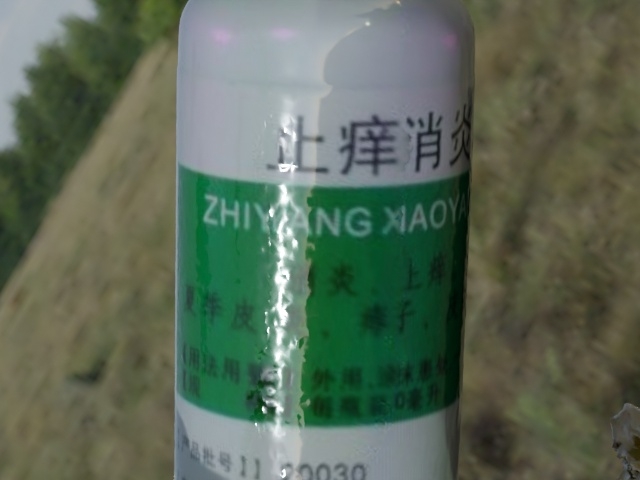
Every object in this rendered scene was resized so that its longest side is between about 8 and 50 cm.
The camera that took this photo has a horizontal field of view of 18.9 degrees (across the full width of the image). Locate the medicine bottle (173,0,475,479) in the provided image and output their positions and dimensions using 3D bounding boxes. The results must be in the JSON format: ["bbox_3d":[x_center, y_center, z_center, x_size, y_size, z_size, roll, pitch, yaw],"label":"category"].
[{"bbox_3d":[0.000,0.000,0.600,0.095,0.095,0.260,-94,4,-78],"label":"medicine bottle"}]

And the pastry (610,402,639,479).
[{"bbox_3d":[0.192,0.028,0.801,0.154,0.102,0.250,-10,27,23],"label":"pastry"}]
